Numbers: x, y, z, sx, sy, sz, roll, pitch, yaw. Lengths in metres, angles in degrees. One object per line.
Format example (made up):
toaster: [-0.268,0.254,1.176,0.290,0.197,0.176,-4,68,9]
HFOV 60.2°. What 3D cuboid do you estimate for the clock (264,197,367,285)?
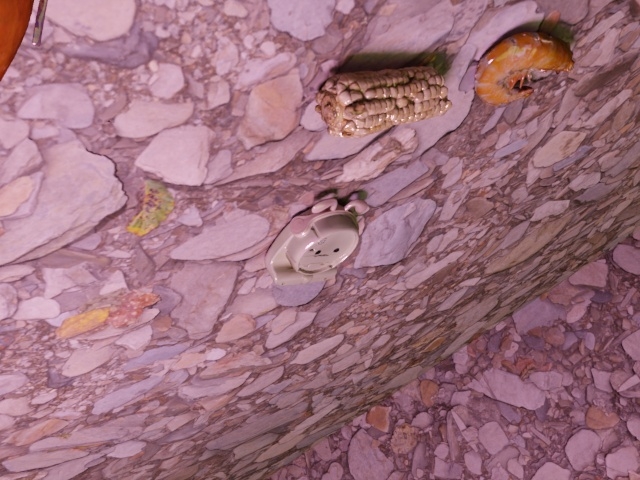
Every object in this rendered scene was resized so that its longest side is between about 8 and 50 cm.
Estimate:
clock: [0.000,0.000,0.962,0.151,0.062,0.191,-3,141,-41]

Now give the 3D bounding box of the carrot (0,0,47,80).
carrot: [-0.264,-0.148,0.300,0.214,0.193,0.331,19,132,-37]

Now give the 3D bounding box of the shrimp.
shrimp: [0.312,-0.265,0.853,0.187,0.052,0.132,-4,155,-27]

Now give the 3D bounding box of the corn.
corn: [0.094,-0.187,0.725,0.210,0.087,0.087,-18,150,-26]
